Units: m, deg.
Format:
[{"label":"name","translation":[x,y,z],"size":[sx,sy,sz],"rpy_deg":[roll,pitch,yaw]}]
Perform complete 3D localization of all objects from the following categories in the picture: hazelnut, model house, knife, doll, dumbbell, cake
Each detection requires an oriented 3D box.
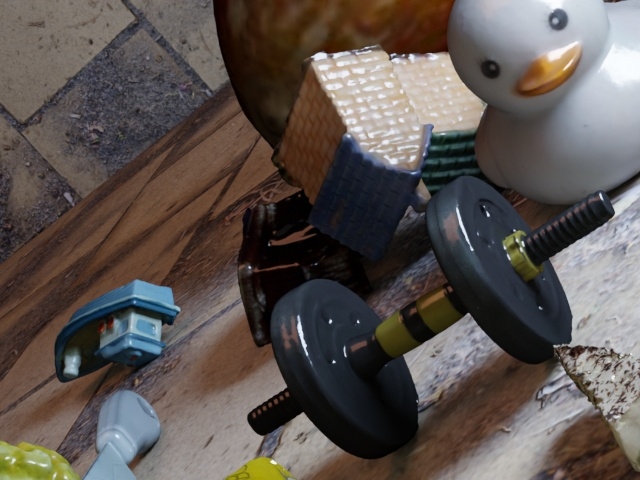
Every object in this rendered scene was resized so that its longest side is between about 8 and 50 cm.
[{"label":"hazelnut","translation":[0.033,-0.292,1.761],"size":[0.421,0.353,0.421],"rpy_deg":[13,-90,-88]},{"label":"model house","translation":[0.077,-0.076,1.380],"size":[0.183,0.172,0.166],"rpy_deg":[-13,-34,-25]},{"label":"model house","translation":[0.003,0.010,1.490],"size":[0.164,0.141,0.203],"rpy_deg":[-13,45,18]},{"label":"knife","translation":[-0.199,0.225,1.406],"size":[0.044,0.080,0.331],"rpy_deg":[-37,10,6]},{"label":"doll","translation":[0.194,-0.151,1.210],"size":[0.221,0.221,0.251],"rpy_deg":[-38,14,17]},{"label":"dumbbell","translation":[0.073,0.058,1.035],"size":[0.325,0.143,0.143],"rpy_deg":[-35,15,24]},{"label":"cake","translation":[0.180,0.086,0.845],"size":[0.055,0.051,0.140],"rpy_deg":[-41,15,4]}]

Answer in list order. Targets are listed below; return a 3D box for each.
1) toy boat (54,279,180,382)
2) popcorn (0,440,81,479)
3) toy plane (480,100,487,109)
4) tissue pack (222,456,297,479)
[{"label":"toy boat","translation":[-0.282,0.137,1.903],"size":[0.238,0.109,0.098],"rpy_deg":[-29,52,43]},{"label":"popcorn","translation":[-0.307,0.279,1.354],"size":[0.187,0.167,0.185],"rpy_deg":[-47,9,-36]},{"label":"toy plane","translation":[0.181,-0.187,1.637],"size":[0.108,0.092,0.286],"rpy_deg":[9,50,45]},{"label":"tissue pack","translation":[-0.049,0.249,0.798],"size":[0.192,0.134,0.271],"rpy_deg":[-42,14,-3]}]
